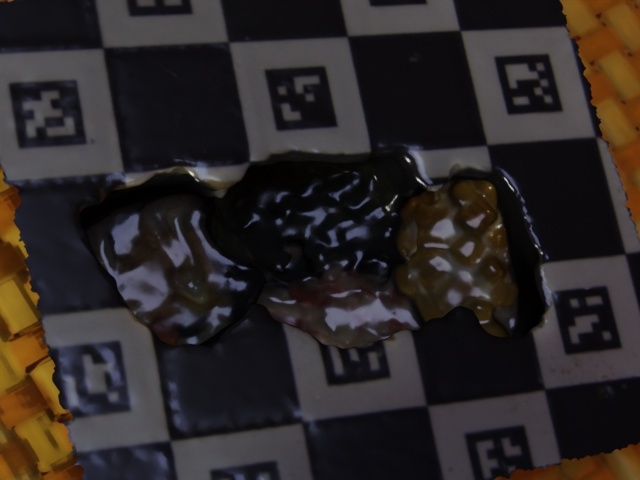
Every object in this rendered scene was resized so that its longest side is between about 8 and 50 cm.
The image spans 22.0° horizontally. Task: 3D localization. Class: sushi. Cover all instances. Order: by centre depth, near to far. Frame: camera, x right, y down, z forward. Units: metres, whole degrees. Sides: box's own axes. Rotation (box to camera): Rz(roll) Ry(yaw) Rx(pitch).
[{"bbox_3d":[0.000,0.000,0.563,0.215,0.050,0.192,-10,75,-22],"label":"sushi"}]
